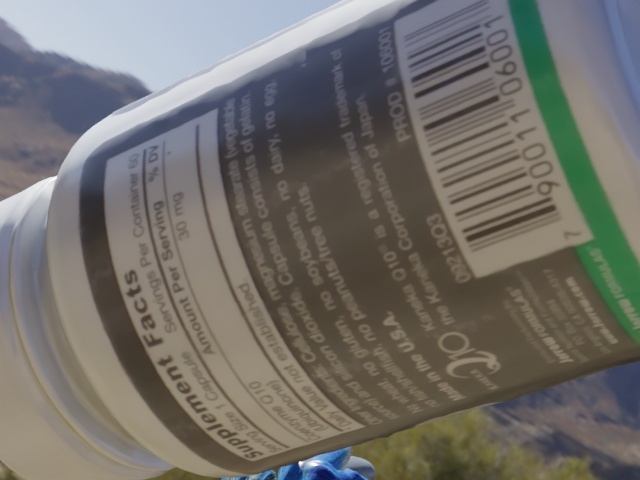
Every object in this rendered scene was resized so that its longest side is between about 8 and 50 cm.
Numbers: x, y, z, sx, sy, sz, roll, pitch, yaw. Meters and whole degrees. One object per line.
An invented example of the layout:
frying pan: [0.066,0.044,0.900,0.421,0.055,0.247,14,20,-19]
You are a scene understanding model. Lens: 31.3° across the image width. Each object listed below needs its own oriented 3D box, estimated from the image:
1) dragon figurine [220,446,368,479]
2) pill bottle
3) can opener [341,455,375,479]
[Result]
dragon figurine: [-0.024,0.208,0.925,0.144,0.085,0.289,44,33,-24]
pill bottle: [0.000,0.000,0.565,0.361,0.204,0.204,-21,-32,26]
can opener: [-0.067,0.255,1.091,0.283,0.095,0.076,1,22,-41]
